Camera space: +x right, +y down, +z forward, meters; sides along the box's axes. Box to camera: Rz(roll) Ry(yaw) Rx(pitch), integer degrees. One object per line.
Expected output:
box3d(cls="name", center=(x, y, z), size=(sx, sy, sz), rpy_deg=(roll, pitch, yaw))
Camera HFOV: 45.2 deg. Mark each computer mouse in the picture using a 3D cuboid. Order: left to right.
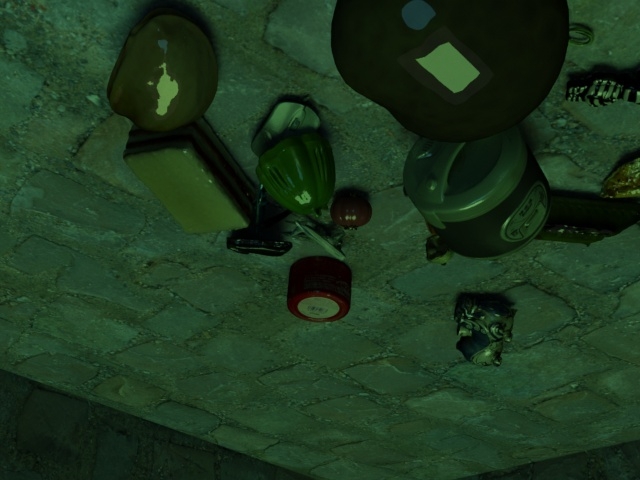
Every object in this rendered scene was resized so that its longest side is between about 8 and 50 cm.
box3d(cls="computer mouse", center=(-0.082, -0.236, 1.724), size=(0.113, 0.068, 0.229), rpy_deg=(18, 144, -23))

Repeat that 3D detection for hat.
box3d(cls="hat", center=(0.326, 0.027, 2.061), size=(0.059, 0.077, 0.076), rpy_deg=(29, 138, -32))

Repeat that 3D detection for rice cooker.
box3d(cls="rice cooker", center=(0.342, -0.125, 1.667), size=(0.288, 0.288, 0.277), rpy_deg=(-15, 141, 26))

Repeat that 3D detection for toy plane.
box3d(cls="toy plane", center=(0.000, -0.004, 2.055), size=(0.226, 0.058, 0.226), rpy_deg=(0, 162, 43))

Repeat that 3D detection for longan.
box3d(cls="longan", center=(0.223, -0.345, 1.279), size=(0.404, 0.336, 0.405), rpy_deg=(-10, 134, -10))

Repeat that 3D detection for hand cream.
box3d(cls="hand cream", center=(-0.003, 0.145, 2.235), size=(0.193, 0.125, 0.193), rpy_deg=(3, 144, 2))

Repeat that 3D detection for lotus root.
box3d(cls="lotus root", center=(-0.034, -0.122, 1.711), size=(0.186, 0.186, 0.186), rpy_deg=(3, 146, 2))

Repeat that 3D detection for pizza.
box3d(cls="pizza", center=(0.772, -0.157, 1.758), size=(0.271, 0.056, 0.134), rpy_deg=(-13, 151, 23))

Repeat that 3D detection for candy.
box3d(cls="candy", center=(-0.302, -0.155, 1.816), size=(0.179, 0.135, 0.321), rpy_deg=(-9, 142, 20))

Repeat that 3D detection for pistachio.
box3d(cls="pistachio", center=(-0.302, -0.334, 1.537), size=(0.212, 0.163, 0.260), rpy_deg=(2, 138, -36))

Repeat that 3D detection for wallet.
box3d(cls="wallet", center=(-0.165, 0.017, 2.010), size=(0.165, 0.042, 0.309), rpy_deg=(4, 178, -7))

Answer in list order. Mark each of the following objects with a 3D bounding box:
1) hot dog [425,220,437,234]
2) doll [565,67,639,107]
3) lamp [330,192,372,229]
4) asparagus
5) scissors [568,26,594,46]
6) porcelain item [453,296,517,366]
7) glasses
box3d(cls="hot dog", center=(0.298, -0.069, 1.951), size=(0.071, 0.045, 0.165), rpy_deg=(-4, 145, 15))
box3d(cls="doll", center=(0.609, -0.307, 1.545), size=(0.219, 0.067, 0.091), rpy_deg=(1, 150, 15))
box3d(cls="lamp", center=(0.077, -0.072, 1.930), size=(0.107, 0.093, 0.107), rpy_deg=(3, -179, 0))
box3d(cls="asparagus", center=(0.599, -0.052, 1.883), size=(0.381, 0.129, 0.108), rpy_deg=(5, -177, -3))
box3d(cls="scissors", center=(0.419, -0.392, 1.478), size=(0.187, 0.020, 0.133), rpy_deg=(20, 147, -25))
box3d(cls="porcelain item", center=(0.492, 0.282, 2.378), size=(0.186, 0.138, 0.288), rpy_deg=(13, 146, 6))
box3d(cls="glasses", center=(-0.082, -0.114, 1.919), size=(0.206, 0.102, 0.239), rpy_deg=(-16, 150, -20))
